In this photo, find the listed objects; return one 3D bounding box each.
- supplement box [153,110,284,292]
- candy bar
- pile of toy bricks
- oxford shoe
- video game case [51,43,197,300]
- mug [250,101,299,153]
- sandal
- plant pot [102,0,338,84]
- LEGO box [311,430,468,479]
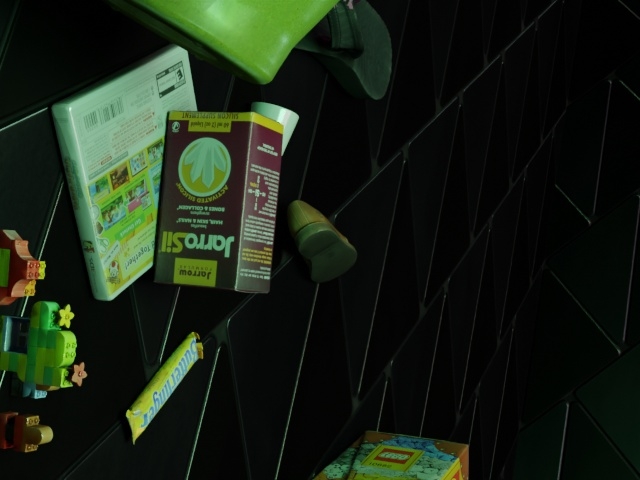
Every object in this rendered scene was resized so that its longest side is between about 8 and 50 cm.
[{"bbox_3d":[-0.108,-0.040,1.143,0.081,0.104,0.188,12,82,-66],"label":"supplement box"},{"bbox_3d":[-0.175,0.161,1.194,0.161,0.018,0.040,-53,140,-50],"label":"candy bar"},{"bbox_3d":[-0.248,0.098,0.907,0.118,0.105,0.212,4,90,-67],"label":"pile of toy bricks"},{"bbox_3d":[0.000,0.000,1.514,0.076,0.076,0.212,60,-2,25],"label":"oxford shoe"},{"bbox_3d":[-0.188,-0.078,1.118,0.227,0.026,0.206,-48,136,-56],"label":"video game case"},{"bbox_3d":[-0.062,-0.134,1.357,0.078,0.062,0.064,24,80,-58],"label":"mug"},{"bbox_3d":[0.034,-0.321,1.482,0.446,0.107,0.167,21,74,-64],"label":"sandal"},{"bbox_3d":[-0.064,-0.343,0.948,0.353,0.367,0.366,-61,155,2],"label":"plant pot"},{"bbox_3d":[0.085,0.599,1.636,0.372,0.193,0.499,-23,115,-63],"label":"LEGO box"}]
